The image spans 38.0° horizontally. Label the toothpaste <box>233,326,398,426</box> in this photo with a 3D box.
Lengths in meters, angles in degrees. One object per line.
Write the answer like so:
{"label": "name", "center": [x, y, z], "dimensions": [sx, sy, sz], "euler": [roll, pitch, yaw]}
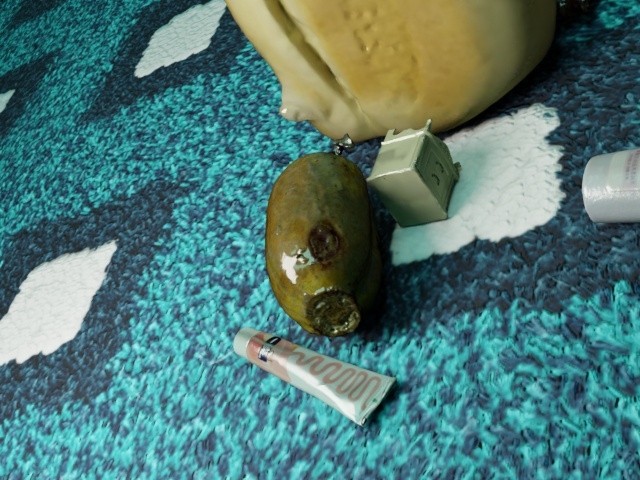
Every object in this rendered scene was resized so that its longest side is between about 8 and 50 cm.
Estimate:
{"label": "toothpaste", "center": [-0.012, 0.129, 0.923], "dimensions": [0.205, 0.036, 0.056], "euler": [16, 60, 46]}

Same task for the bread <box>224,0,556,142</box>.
{"label": "bread", "center": [0.071, -0.326, 1.062], "dimensions": [0.347, 0.376, 0.253], "euler": [-15, 40, 34]}

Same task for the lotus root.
{"label": "lotus root", "center": [0.000, 0.000, 0.975], "dimensions": [0.122, 0.124, 0.241], "euler": [-18, 36, 16]}

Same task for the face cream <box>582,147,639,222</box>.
{"label": "face cream", "center": [0.329, -0.054, 0.796], "dimensions": [0.198, 0.057, 0.084], "euler": [-7, 46, 38]}

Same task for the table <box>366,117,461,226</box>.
{"label": "table", "center": [0.104, -0.074, 1.005], "dimensions": [0.062, 0.079, 0.083], "euler": [-11, 41, 36]}

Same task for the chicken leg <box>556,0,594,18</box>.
{"label": "chicken leg", "center": [0.293, -0.332, 1.154], "dimensions": [0.089, 0.048, 0.219], "euler": [-27, 36, 11]}
